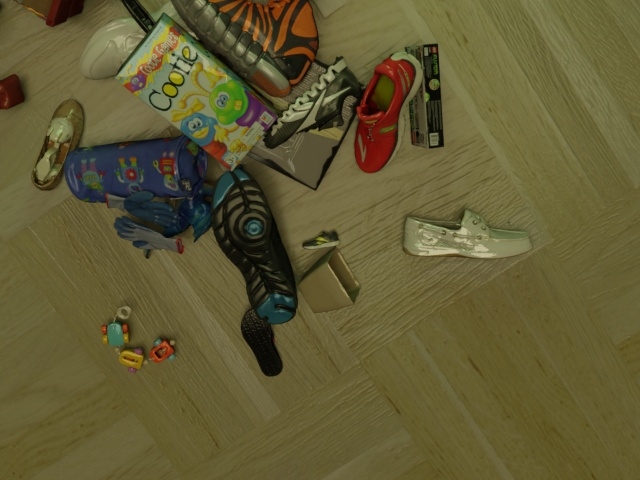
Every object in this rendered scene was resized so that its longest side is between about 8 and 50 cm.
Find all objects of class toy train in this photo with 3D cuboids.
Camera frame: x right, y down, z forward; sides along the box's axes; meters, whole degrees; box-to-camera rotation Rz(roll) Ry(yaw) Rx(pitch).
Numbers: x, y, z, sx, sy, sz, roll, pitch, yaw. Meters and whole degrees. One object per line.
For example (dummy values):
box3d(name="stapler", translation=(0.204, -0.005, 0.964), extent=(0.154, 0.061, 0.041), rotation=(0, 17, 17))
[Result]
box3d(name="toy train", translation=(-0.407, 0.222, 1.883), extent=(0.125, 0.046, 0.166), rotation=(-42, 101, 7))

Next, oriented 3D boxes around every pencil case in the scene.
box3d(name="pencil case", translation=(-0.371, -0.140, 1.716), extent=(0.306, 0.119, 0.133), rotation=(-2, 110, 26))

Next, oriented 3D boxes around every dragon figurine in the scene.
box3d(name="dragon figurine", translation=(-0.270, -0.051, 1.802), extent=(0.144, 0.085, 0.289), rotation=(29, 99, -5))

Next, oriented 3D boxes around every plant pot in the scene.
box3d(name="plant pot", translation=(0.013, 0.095, 1.823), extent=(0.096, 0.109, 0.109), rotation=(-28, 100, 18))

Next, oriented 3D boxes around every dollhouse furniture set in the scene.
box3d(name="dollhouse furniture set", translation=(-0.631, -0.433, 1.719), extent=(0.201, 0.152, 0.374), rotation=(28, 118, -5))

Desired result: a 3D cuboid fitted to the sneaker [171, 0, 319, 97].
box3d(name="sneaker", translation=(-0.139, -0.441, 1.632), extent=(0.321, 0.124, 0.180), rotation=(42, 75, -17))

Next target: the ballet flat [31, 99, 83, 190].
box3d(name="ballet flat", translation=(-0.558, -0.198, 1.784), extent=(0.073, 0.067, 0.206), rotation=(19, 101, -2))

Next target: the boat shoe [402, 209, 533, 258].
box3d(name="boat shoe", translation=(0.315, -0.016, 1.795), extent=(0.277, 0.098, 0.096), rotation=(0, 103, 2))

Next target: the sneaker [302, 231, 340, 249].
box3d(name="sneaker", translation=(0.000, 0.000, 1.840), extent=(0.083, 0.031, 0.035), rotation=(-8, 88, -2))

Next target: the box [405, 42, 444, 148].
box3d(name="box", translation=(0.213, -0.296, 1.728), extent=(0.036, 0.114, 0.207), rotation=(-7, 102, -10))

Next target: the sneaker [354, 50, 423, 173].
box3d(name="sneaker", translation=(0.110, -0.252, 1.701), extent=(0.107, 0.118, 0.279), rotation=(34, 131, 23))

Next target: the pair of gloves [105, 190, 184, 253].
box3d(name="pair of gloves", translation=(-0.359, -0.040, 1.729), extent=(0.159, 0.023, 0.198), rotation=(14, 144, 7))

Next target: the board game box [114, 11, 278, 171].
box3d(name="board game box", translation=(-0.235, -0.285, 1.612), extent=(0.275, 0.142, 0.144), rotation=(38, 101, -19))

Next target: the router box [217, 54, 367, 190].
box3d(name="router box", translation=(-0.088, -0.282, 1.753), extent=(0.308, 0.081, 0.243), rotation=(28, 100, -5))

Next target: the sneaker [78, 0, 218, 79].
box3d(name="sneaker", translation=(-0.344, -0.383, 1.699), extent=(0.305, 0.114, 0.152), rotation=(-22, 72, 6))

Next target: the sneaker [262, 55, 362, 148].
box3d(name="sneaker", translation=(-0.009, -0.251, 1.677), extent=(0.234, 0.078, 0.106), rotation=(-44, 95, 5))

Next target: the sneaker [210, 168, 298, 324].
box3d(name="sneaker", translation=(-0.141, 0.007, 1.773), extent=(0.125, 0.140, 0.341), rotation=(-15, 108, 4))

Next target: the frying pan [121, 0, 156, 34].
box3d(name="frying pan", translation=(-0.430, -0.506, 1.584), extent=(0.197, 0.053, 0.326), rotation=(-22, 95, -23))

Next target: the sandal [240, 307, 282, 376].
box3d(name="sandal", translation=(-0.131, 0.224, 1.886), extent=(0.067, 0.040, 0.179), rotation=(-13, 116, 9))
